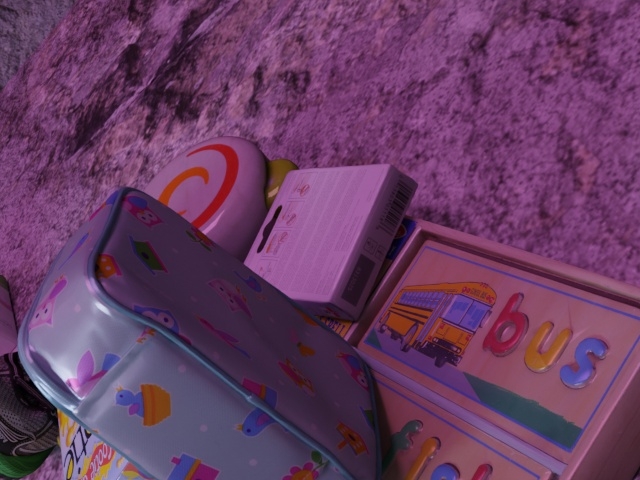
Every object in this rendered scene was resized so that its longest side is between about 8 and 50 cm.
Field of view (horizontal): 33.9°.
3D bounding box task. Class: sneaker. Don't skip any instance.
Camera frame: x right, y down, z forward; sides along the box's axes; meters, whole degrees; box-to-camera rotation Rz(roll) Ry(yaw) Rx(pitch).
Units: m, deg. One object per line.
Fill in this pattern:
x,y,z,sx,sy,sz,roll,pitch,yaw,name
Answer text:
-0.275,0.147,1.130,0.146,0.134,0.343,-38,-7,16,sneaker

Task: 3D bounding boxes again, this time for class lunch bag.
-0.080,0.093,0.791,0.108,0.279,0.224,-45,19,14,lunch bag

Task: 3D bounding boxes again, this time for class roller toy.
-0.110,-0.006,1.180,0.209,0.146,0.191,19,67,50,roller toy

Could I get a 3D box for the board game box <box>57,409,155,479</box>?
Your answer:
-0.151,0.137,0.968,0.142,0.144,0.275,-56,34,27,board game box

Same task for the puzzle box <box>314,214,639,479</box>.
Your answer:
0.088,0.122,0.851,0.272,0.052,0.409,-56,29,-8,puzzle box

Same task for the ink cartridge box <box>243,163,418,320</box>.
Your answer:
0.000,0.000,1.010,0.179,0.045,0.145,1,62,58,ink cartridge box

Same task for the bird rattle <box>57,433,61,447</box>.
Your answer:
-0.230,0.316,1.017,0.207,0.143,0.253,-14,55,27,bird rattle

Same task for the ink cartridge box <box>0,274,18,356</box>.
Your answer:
-0.616,0.177,1.742,0.207,0.119,0.353,-50,29,3,ink cartridge box
